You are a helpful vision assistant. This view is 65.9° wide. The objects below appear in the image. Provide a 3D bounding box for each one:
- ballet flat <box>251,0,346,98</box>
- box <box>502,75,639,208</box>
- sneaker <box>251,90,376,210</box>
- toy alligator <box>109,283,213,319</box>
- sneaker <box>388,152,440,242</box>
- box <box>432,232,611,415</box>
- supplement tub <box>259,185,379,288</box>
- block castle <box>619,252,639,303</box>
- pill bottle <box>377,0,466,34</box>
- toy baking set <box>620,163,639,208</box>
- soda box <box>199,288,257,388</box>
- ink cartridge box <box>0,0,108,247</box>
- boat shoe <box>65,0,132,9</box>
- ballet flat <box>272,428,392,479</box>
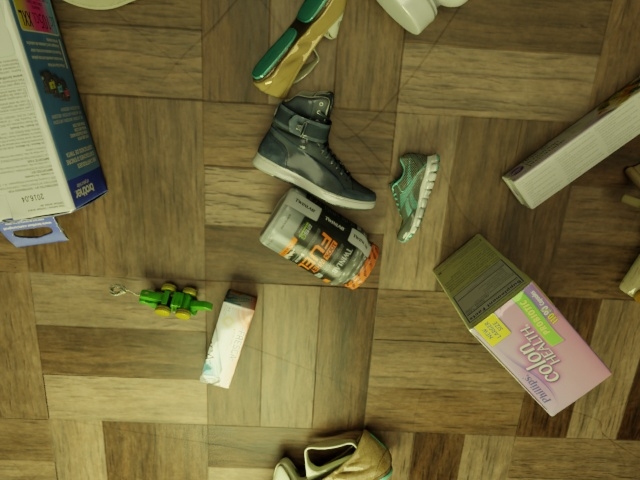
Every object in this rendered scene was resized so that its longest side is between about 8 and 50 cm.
[{"bbox_3d":[-0.017,-0.329,0.789,0.073,0.080,0.232,30,110,-39],"label":"ballet flat"},{"bbox_3d":[0.470,-0.180,0.841,0.324,0.063,0.067,-38,104,11],"label":"box"},{"bbox_3d":[0.018,-0.155,0.829,0.226,0.086,0.163,24,109,-8],"label":"sneaker"},{"bbox_3d":[-0.298,0.115,0.933,0.190,0.056,0.051,10,148,-4],"label":"toy alligator"},{"bbox_3d":[0.155,-0.080,0.878,0.076,0.065,0.166,17,105,10],"label":"sneaker"},{"bbox_3d":[0.328,0.129,0.847,0.117,0.243,0.213,-42,104,12],"label":"box"},{"bbox_3d":[0.000,0.000,0.864,0.190,0.117,0.117,31,105,-10],"label":"supplement tub"},{"bbox_3d":[0.798,0.113,0.822,0.453,0.303,0.213,19,113,-7],"label":"block castle"},{"bbox_3d":[0.198,-0.440,0.704,0.152,0.152,0.272,41,104,-13],"label":"pill bottle"},{"bbox_3d":[0.633,-0.094,0.792,0.197,0.256,0.030,-47,133,2],"label":"toy baking set"},{"bbox_3d":[-0.178,0.191,0.954,0.063,0.058,0.183,17,107,-7],"label":"soda box"},{"bbox_3d":[-0.524,-0.167,0.780,0.270,0.151,0.395,-8,107,2],"label":"ink cartridge box"},{"bbox_3d":[-0.316,-0.413,0.762,0.206,0.075,0.065,-5,65,6],"label":"boat shoe"},{"bbox_3d":[-0.016,0.501,1.043,0.342,0.116,0.124,-30,86,8],"label":"ballet flat"}]
